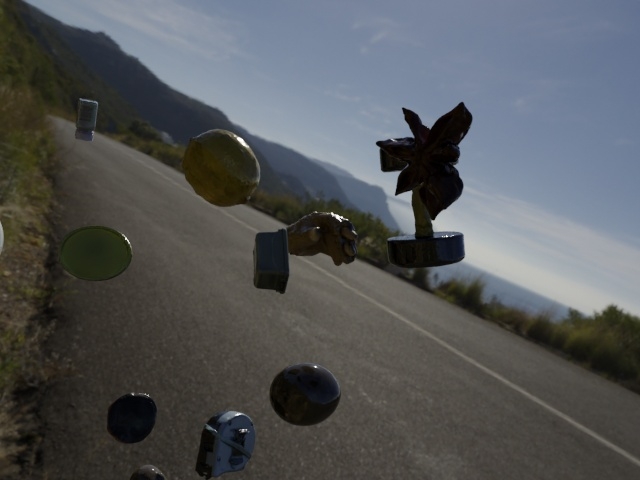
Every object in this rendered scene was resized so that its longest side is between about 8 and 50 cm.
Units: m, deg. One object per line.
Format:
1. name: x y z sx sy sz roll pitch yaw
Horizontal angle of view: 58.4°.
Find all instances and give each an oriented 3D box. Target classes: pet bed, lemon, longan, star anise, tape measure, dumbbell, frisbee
1. pet bed: -0.735 0.691 2.231 0.201 0.201 0.053 21 -30 -30
2. lemon: -0.346 -0.254 2.019 0.260 0.260 0.284 16 40 -60
3. longan: -0.048 0.466 1.739 0.220 0.196 0.196 2 1 8
4. longan: -0.681 0.988 2.271 0.189 0.189 0.189 23 4 -2
5. star anise: 0.194 -0.136 1.002 0.111 0.196 0.212 3 -15 -39
6. tape measure: -0.276 0.605 1.714 0.107 0.181 0.182 0 -8 35
7. dumbbell: 0.265 -0.100 1.491 0.204 0.322 0.204 -6 5 0
8. frisbee: -0.762 0.043 1.943 0.236 0.017 0.236 12 49 -14

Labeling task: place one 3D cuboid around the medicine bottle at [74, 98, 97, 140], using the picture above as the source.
1. medicine bottle: -0.701 -0.360 1.711 0.055 0.118 0.074 5 16 -28

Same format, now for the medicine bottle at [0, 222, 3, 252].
1. medicine bottle: -0.887 0.035 1.294 0.241 0.241 0.302 27 -44 -33

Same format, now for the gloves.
1. gloves: -0.001 -0.014 1.906 0.203 0.155 0.356 25 -12 -36

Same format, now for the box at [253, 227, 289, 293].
1. box: -0.144 0.057 1.631 0.093 0.124 0.172 2 53 -11
